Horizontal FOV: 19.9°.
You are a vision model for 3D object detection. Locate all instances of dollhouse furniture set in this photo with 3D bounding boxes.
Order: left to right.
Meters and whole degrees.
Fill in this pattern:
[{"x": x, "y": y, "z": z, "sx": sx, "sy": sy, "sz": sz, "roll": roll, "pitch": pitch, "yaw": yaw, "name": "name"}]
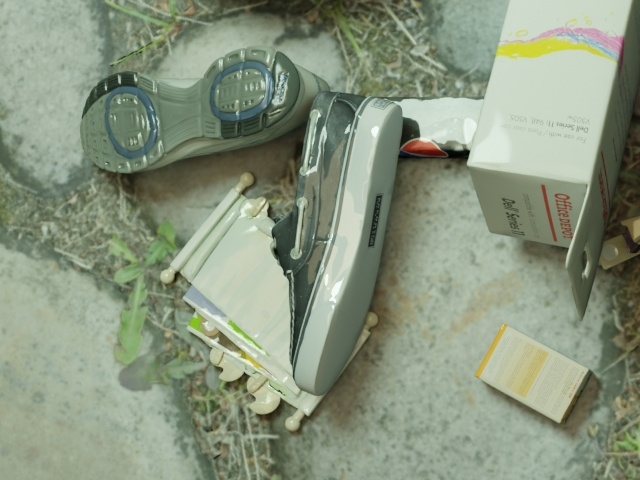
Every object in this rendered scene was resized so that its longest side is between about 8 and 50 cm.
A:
[{"x": 0.310, "y": 0.041, "z": 1.779, "sx": 0.081, "sy": 0.091, "sz": 0.114, "roll": -25, "pitch": 79, "yaw": 26, "name": "dollhouse furniture set"}]

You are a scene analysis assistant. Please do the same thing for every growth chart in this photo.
[{"x": -0.059, "y": 0.067, "z": 1.897, "sx": 0.172, "sy": 0.021, "sz": 0.237, "roll": -45, "pitch": 74, "yaw": 5, "name": "growth chart"}]

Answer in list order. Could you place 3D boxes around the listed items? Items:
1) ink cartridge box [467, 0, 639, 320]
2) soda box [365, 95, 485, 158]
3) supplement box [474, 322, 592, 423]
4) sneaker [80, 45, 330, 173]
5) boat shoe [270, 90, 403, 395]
[{"x": 0.226, "y": -0.122, "z": 1.723, "sx": 0.119, "sy": 0.207, "sz": 0.353, "roll": 11, "pitch": 74, "yaw": 15, "name": "ink cartridge box"}, {"x": 0.109, "y": -0.115, "z": 1.861, "sx": 0.169, "sy": 0.053, "sz": 0.060, "roll": 0, "pitch": 82, "yaw": 15, "name": "soda box"}, {"x": 0.211, "y": 0.132, "z": 1.808, "sx": 0.098, "sy": 0.036, "sz": 0.062, "roll": 29, "pitch": 90, "yaw": 17, "name": "supplement box"}, {"x": -0.122, "y": -0.124, "z": 1.899, "sx": 0.297, "sy": 0.129, "sz": 0.111, "roll": -5, "pitch": 82, "yaw": 33, "name": "sneaker"}, {"x": 0.000, "y": 0.000, "z": 1.818, "sx": 0.102, "sy": 0.108, "sz": 0.301, "roll": 13, "pitch": 96, "yaw": 20, "name": "boat shoe"}]
